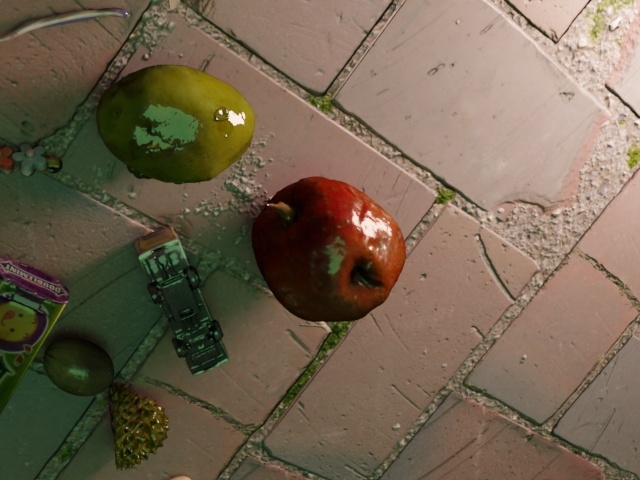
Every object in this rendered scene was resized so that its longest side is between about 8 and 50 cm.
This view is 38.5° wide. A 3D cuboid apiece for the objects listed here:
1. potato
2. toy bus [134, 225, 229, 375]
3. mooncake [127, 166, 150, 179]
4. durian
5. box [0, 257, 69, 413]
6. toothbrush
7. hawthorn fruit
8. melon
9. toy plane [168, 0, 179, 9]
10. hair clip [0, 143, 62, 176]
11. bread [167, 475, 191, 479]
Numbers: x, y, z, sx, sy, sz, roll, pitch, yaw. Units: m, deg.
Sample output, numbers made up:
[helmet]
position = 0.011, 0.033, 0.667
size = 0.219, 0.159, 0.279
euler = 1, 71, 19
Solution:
[potato]
position = -0.222, -0.180, 1.435
size = 0.253, 0.148, 0.186
euler = -4, 98, -28
[toy bus]
position = -0.245, 0.108, 1.614
size = 0.092, 0.106, 0.268
euler = -24, 121, -9
[mooncake]
position = -0.431, -0.086, 1.472
size = 0.347, 0.057, 0.150
euler = -35, 111, -9
[durian]
position = -0.333, 0.353, 1.702
size = 0.108, 0.119, 0.186
euler = -7, 118, -14
[box]
position = -0.563, 0.203, 1.543
size = 0.134, 0.097, 0.345
euler = 27, 104, -23
[toothbrush]
position = -0.421, -0.318, 1.363
size = 0.269, 0.021, 0.027
euler = -15, 127, -15
[hawthorn fruit]
position = 0.013, 0.014, 1.592
size = 0.258, 0.258, 0.261
euler = -38, 96, 1
[melon]
position = -0.424, 0.221, 1.607
size = 0.131, 0.098, 0.098
euler = 36, 100, -27
[toy plane]
position = -0.152, -0.462, 1.356
size = 0.262, 0.088, 0.192
euler = -41, 151, -1
[hair clip]
position = -0.511, -0.123, 1.414
size = 0.214, 0.062, 0.056
euler = -7, 150, -13
[bread]
position = -0.348, 0.551, 1.842
size = 0.214, 0.053, 0.073
euler = -37, 120, 0
